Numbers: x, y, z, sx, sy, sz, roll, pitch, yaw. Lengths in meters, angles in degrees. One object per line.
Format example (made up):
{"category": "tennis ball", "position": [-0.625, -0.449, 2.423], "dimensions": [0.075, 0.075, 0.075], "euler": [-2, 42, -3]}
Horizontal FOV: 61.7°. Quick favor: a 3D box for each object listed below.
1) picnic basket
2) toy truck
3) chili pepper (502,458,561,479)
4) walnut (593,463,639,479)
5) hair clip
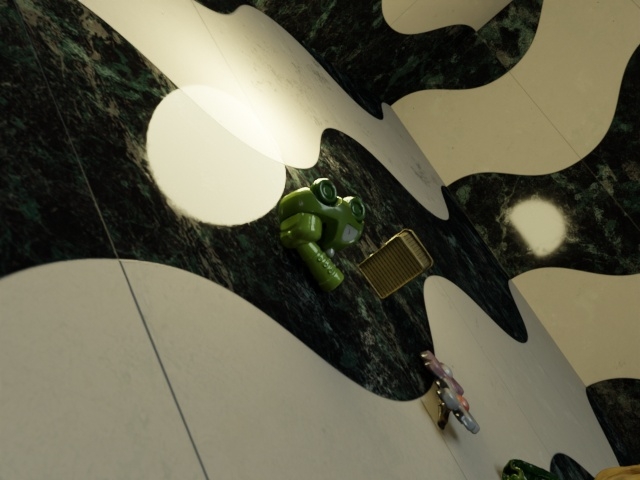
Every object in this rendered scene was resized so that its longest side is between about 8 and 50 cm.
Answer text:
{"category": "picnic basket", "position": [0.190, 0.060, 1.350], "dimensions": [0.115, 0.164, 0.079], "euler": [53, 31, 5]}
{"category": "toy truck", "position": [-0.008, -0.020, 1.136], "dimensions": [0.187, 0.148, 0.211], "euler": [43, 49, -26]}
{"category": "chili pepper", "position": [0.528, 0.597, 1.297], "dimensions": [0.253, 0.083, 0.099], "euler": [35, 37, -28]}
{"category": "walnut", "position": [0.769, 0.707, 1.210], "dimensions": [0.383, 0.383, 0.384], "euler": [41, 24, -24]}
{"category": "hair clip", "position": [0.293, 0.350, 1.238], "dimensions": [0.146, 0.075, 0.257], "euler": [40, 20, -15]}
